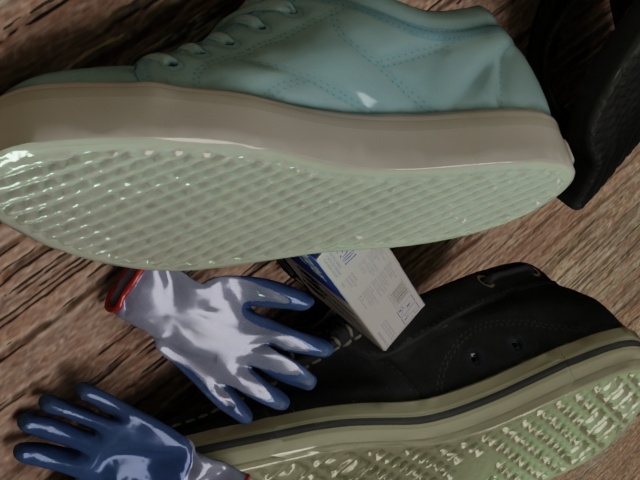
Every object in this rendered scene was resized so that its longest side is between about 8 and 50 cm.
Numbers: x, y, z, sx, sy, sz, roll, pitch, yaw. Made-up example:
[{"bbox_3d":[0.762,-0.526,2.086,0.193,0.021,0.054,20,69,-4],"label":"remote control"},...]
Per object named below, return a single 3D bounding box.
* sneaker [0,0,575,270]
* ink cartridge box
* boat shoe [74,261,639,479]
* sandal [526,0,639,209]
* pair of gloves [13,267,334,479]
[{"bbox_3d":[-0.033,-0.077,1.030,0.366,0.150,0.135,1,150,-40],"label":"sneaker"},{"bbox_3d":[0.000,0.000,1.211,0.046,0.097,0.207,-49,158,-6],"label":"ink cartridge box"},{"bbox_3d":[0.021,0.127,1.385,0.500,0.156,0.186,-15,143,-34],"label":"boat shoe"},{"bbox_3d":[0.211,-0.138,1.444,0.167,0.107,0.446,-48,170,-14],"label":"sandal"},{"bbox_3d":[-0.091,0.097,1.169,0.159,0.023,0.198,29,102,-28],"label":"pair of gloves"}]
